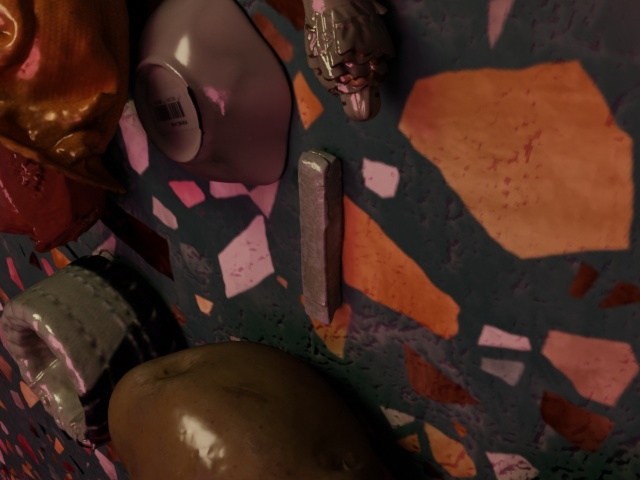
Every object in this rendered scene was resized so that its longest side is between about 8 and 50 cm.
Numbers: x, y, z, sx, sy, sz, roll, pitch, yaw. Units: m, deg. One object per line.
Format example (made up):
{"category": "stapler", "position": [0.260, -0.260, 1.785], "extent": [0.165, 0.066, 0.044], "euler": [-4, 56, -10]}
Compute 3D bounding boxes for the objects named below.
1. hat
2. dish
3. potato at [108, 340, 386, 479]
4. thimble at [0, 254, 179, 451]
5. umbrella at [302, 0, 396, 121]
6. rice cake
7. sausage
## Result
{"category": "hat", "position": [-0.224, -0.195, 0.651], "extent": [0.244, 0.233, 0.233], "euler": [28, 91, 45]}
{"category": "dish", "position": [-0.111, -0.120, 0.665], "extent": [0.191, 0.066, 0.190], "euler": [26, 132, 33]}
{"category": "potato", "position": [-0.060, 0.233, 0.731], "extent": [0.326, 0.221, 0.243], "euler": [42, 130, 34]}
{"category": "thimble", "position": [-0.295, 0.141, 0.977], "extent": [0.237, 0.150, 0.237], "euler": [28, 134, 33]}
{"category": "umbrella", "position": [0.014, -0.150, 0.514], "extent": [0.062, 0.067, 0.143], "euler": [-10, 103, 19]}
{"category": "rice cake", "position": [0.001, 0.000, 0.658], "extent": [0.033, 0.029, 0.171], "euler": [24, 131, 31]}
{"category": "sausage", "position": [-0.328, -0.121, 0.829], "extent": [0.152, 0.152, 0.279], "euler": [5, 120, 45]}
